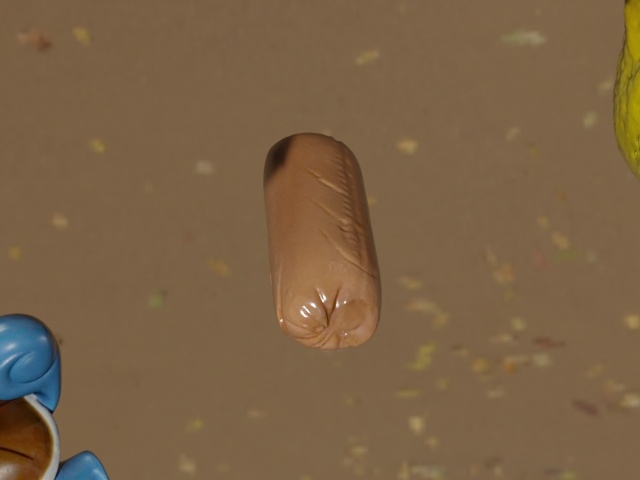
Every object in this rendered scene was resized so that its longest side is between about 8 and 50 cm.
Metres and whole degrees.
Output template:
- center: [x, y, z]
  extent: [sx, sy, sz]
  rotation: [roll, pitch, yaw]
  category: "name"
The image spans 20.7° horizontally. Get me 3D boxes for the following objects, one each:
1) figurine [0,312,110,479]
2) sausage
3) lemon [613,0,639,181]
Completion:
- center: [-0.392, 0.275, 1.993]
  extent: [0.416, 0.298, 0.243]
  rotation: [-53, 152, 7]
  category: "figurine"
- center: [0.000, 0.001, 1.948]
  extent: [0.121, 0.304, 0.121]
  rotation: [-3, 129, -4]
  category: "sausage"
- center: [0.416, -0.116, 1.509]
  extent: [0.336, 0.336, 0.336]
  rotation: [-1, 146, -1]
  category: "lemon"
